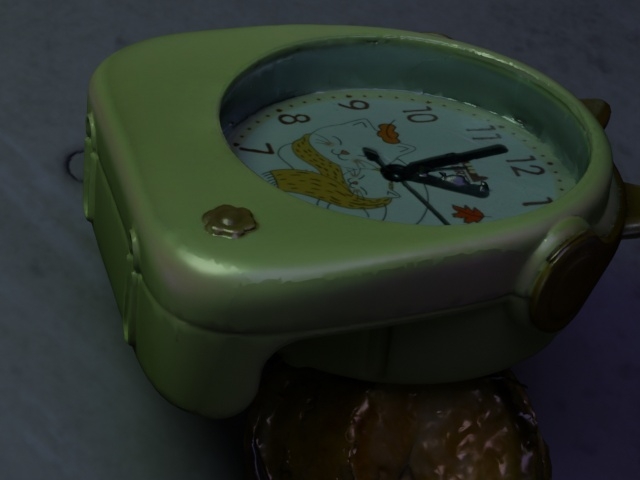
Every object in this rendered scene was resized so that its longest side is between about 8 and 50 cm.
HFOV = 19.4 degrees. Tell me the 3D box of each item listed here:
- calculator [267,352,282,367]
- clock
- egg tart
[{"bbox_3d":[0.000,0.000,1.268,0.173,0.051,0.293,-22,63,-29],"label":"calculator"},{"bbox_3d":[0.041,-0.023,1.144,0.348,0.117,0.286,-4,34,-16],"label":"clock"},{"bbox_3d":[0.056,0.137,1.132,0.212,0.090,0.213,4,76,-17],"label":"egg tart"}]
